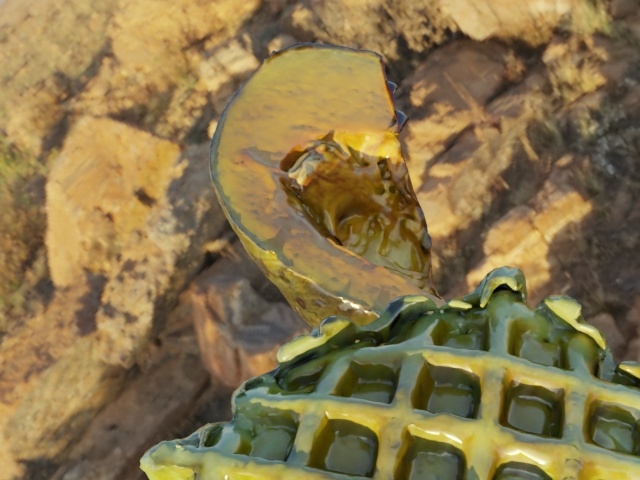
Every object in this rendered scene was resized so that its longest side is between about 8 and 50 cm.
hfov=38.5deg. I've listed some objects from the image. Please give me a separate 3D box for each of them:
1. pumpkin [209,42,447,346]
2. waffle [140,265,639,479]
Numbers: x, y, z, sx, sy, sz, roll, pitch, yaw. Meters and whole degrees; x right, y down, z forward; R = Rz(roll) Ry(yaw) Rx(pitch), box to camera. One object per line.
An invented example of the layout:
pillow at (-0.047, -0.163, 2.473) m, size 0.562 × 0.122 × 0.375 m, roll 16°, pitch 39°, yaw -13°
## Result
pumpkin at (0.000, 0.000, 0.732) m, size 0.169 × 0.148 × 0.312 m, roll -7°, pitch 53°, yaw -12°
waffle at (0.052, 0.113, 0.346) m, size 0.207 × 0.054 × 0.214 m, roll -26°, pitch 59°, yaw -13°
